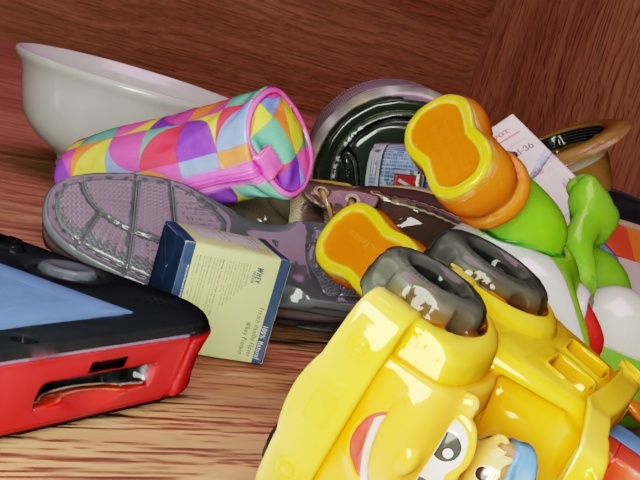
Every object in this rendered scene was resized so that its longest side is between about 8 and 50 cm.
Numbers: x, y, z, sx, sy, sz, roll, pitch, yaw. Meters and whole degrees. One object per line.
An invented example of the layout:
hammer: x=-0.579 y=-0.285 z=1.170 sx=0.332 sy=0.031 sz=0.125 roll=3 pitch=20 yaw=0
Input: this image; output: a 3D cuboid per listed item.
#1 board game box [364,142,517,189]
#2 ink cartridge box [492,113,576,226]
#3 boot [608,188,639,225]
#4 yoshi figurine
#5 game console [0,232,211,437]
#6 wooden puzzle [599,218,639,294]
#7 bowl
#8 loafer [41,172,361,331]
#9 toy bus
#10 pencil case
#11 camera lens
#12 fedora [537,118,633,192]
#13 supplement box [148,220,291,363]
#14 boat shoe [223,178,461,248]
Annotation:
board game box: x=0.090 y=0.001 z=1.152 sx=0.194 sy=0.194 sz=0.060 roll=5 pitch=6 yaw=21
ink cartridge box: x=0.195 y=-0.051 z=1.217 sx=0.198 sy=0.115 sz=0.067 roll=50 pitch=-16 yaw=27
boot: x=0.370 y=0.014 z=1.540 sx=0.367 sy=0.146 sz=0.445 roll=7 pitch=8 yaw=-9
yoshi figurine: x=0.157 y=0.034 z=0.917 sx=0.203 sy=0.203 sz=0.362 roll=-13 pitch=-35 yaw=40
game console: x=-0.285 y=0.024 z=0.654 sx=0.342 sy=0.060 sz=0.386 roll=22 pitch=10 yaw=26
wooden puzzle: x=0.334 y=0.053 z=1.240 sx=0.239 sy=0.044 sz=0.221 roll=11 pitch=48 yaw=-18
bowl: x=-0.237 y=-0.136 z=1.402 sx=0.298 sy=0.134 sz=0.298 roll=17 pitch=9 yaw=-3
loafer: x=-0.084 y=0.027 z=0.943 sx=0.302 sy=0.095 sz=0.109 roll=12 pitch=54 yaw=-19
toy bus: x=0.099 y=0.113 z=0.631 sx=0.211 sy=0.149 sz=0.220 roll=37 pitch=18 yaw=18
pencil case: x=-0.123 y=-0.062 z=1.003 sx=0.236 sy=0.104 sz=0.104 roll=-13 pitch=-7 yaw=31
camera lens: x=0.089 y=-0.088 z=1.429 sx=0.219 sy=0.219 sz=0.274 roll=16 pitch=10 yaw=-4
fedora: x=0.295 y=-0.084 z=1.378 sx=0.194 sy=0.079 sz=0.194 roll=-20 pitch=10 yaw=4
supplement box: x=-0.078 y=0.038 z=0.844 sx=0.083 sy=0.083 sz=0.056 roll=11 pitch=12 yaw=-26
boat shoe: x=0.000 y=0.000 z=1.057 sx=0.342 sy=0.123 sz=0.123 roll=13 pitch=9 yaw=22
